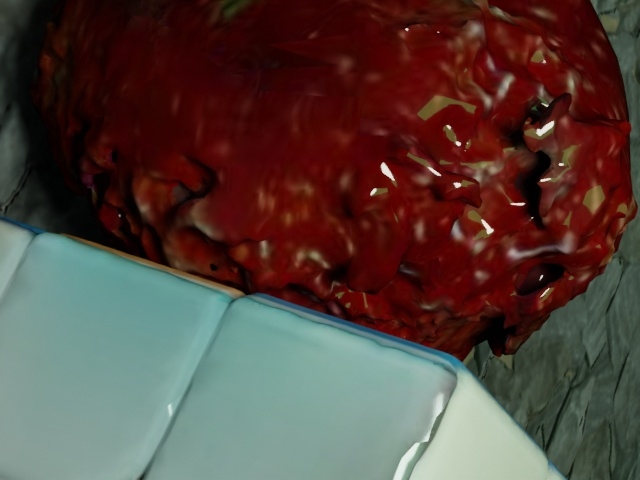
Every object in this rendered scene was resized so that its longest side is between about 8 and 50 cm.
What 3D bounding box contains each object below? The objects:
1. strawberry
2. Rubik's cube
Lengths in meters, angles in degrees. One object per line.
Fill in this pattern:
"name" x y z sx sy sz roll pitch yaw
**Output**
"strawberry" 0.015 -0.038 0.775 0.274 0.274 0.220 -27 131 -43
"Rubik's cube" -0.067 0.185 0.705 0.291 0.290 0.292 -64 146 -13
